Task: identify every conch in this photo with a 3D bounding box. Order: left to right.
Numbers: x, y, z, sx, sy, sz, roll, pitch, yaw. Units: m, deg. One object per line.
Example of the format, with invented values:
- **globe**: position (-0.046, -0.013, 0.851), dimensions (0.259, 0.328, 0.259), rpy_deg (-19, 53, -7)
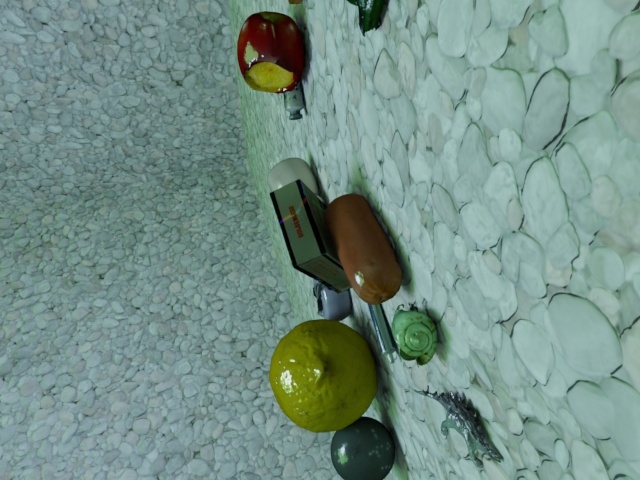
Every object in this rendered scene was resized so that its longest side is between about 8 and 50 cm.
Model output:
- **conch**: position (0.173, 0.177, 0.881), dimensions (0.170, 0.079, 0.105), rpy_deg (-59, -38, -84)

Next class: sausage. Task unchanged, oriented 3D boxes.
- **sausage**: position (0.089, 0.017, 0.987), dimensions (0.113, 0.114, 0.259), rpy_deg (90, 163, -49)

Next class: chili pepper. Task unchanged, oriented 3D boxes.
- **chili pepper**: position (0.071, -0.414, 0.700), dimensions (0.224, 0.061, 0.098), rpy_deg (102, 146, -61)

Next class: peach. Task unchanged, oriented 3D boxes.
- **peach**: position (-0.133, -0.494, 1.277), dimensions (0.196, 0.190, 0.226), rpy_deg (38, 141, 33)

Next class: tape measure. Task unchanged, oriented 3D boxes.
- **tape measure**: position (0.025, 0.165, 1.480), dimensions (0.178, 0.105, 0.196), rpy_deg (-127, 27, -62)

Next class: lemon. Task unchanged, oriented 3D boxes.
- **lemon**: position (0.008, 0.378, 1.326), dimensions (0.336, 0.336, 0.336), rpy_deg (167, 90, -79)

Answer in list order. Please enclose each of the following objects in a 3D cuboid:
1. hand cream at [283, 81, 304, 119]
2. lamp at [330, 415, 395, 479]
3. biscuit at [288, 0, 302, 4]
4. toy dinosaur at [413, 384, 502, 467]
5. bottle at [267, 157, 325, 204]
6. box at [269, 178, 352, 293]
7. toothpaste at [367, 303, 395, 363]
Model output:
- **hand cream**: position (-0.093, -0.504, 1.410), dimensions (0.095, 0.059, 0.276), rpy_deg (-171, 73, -75)
- **lamp**: position (0.147, 0.606, 1.376), dimensions (0.314, 0.182, 0.182), rpy_deg (28, -139, -61)
- **biscuit**: position (-0.064, -0.657, 1.118), dimensions (0.280, 0.043, 0.183), rpy_deg (-123, 19, -47)
- **toy dinosaur**: position (0.230, 0.300, 0.800), dimensions (0.209, 0.039, 0.082), rpy_deg (28, 128, 61)
- **bottle**: position (-0.062, -0.134, 1.479), dimensions (0.147, 0.148, 0.236), rpy_deg (95, 151, -57)
- **box**: position (0.000, 0.000, 1.145), dimensions (0.310, 0.084, 0.198), rpy_deg (39, -151, -63)
- **toothpaste**: position (0.143, 0.201, 1.130), dimensions (0.057, 0.035, 0.197), rpy_deg (108, 151, -58)
